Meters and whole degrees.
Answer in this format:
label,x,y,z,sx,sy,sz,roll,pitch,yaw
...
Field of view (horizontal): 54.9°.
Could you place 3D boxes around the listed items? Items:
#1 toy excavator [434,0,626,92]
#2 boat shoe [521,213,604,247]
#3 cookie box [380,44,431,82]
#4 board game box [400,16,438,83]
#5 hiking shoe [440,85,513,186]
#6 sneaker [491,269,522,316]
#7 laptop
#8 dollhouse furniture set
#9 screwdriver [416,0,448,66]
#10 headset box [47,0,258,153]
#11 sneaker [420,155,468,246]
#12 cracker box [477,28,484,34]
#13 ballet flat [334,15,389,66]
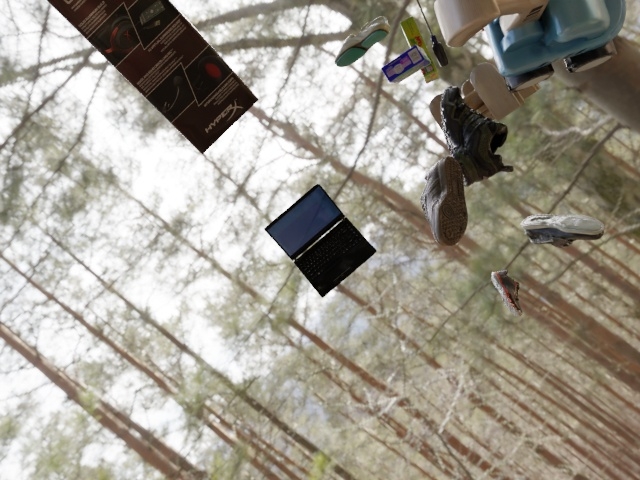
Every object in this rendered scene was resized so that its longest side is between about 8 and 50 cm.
label,x,y,z,sx,sy,sz,roll,pitch,yaw
toy excavator,0.427,-0.462,1.238,0.432,0.222,0.445,-18,-3,4
boat shoe,0.640,-0.021,1.618,0.084,0.079,0.233,-32,19,-27
cookie box,0.192,-0.389,1.369,0.091,0.040,0.107,-29,3,22
board game box,0.300,-0.574,1.864,0.043,0.181,0.092,-24,-5,14
hiking shoe,0.301,-0.210,1.198,0.114,0.227,0.086,-12,-26,8
sneaker,0.569,0.150,1.829,0.064,0.158,0.061,-22,-29,-1
laptop,0.000,0.000,1.968,0.234,0.264,0.136,-40,-27,1
dollhouse furniture set,0.482,-0.482,1.642,0.394,0.256,0.362,-33,2,34
screwdriver,0.235,-0.453,1.318,0.024,0.170,0.025,-9,23,43
headset box,-0.237,-0.274,0.827,0.110,0.293,0.218,-44,25,1
sneaker,0.211,-0.059,1.075,0.071,0.066,0.188,-36,33,46
cracker box,0.577,-0.731,1.918,0.232,0.067,0.156,-29,9,7
ballet flat,0.138,-0.681,2.103,0.248,0.086,0.086,-23,17,44
